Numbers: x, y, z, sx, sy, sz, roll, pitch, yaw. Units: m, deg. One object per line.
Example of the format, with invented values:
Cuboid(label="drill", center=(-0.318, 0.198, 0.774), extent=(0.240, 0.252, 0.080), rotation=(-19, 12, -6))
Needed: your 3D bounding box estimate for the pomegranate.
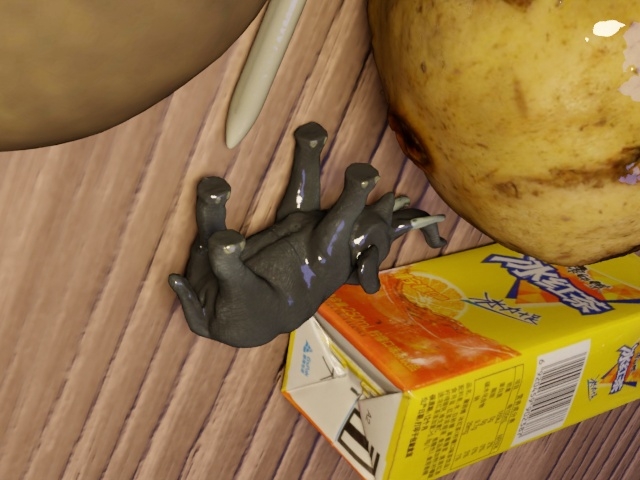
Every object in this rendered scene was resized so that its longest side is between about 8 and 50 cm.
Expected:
Cuboid(label="pomegranate", center=(0.165, -0.124, 0.723), extent=(0.281, 0.281, 0.281), rotation=(-23, 132, -28))

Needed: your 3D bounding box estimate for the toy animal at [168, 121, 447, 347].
Cuboid(label="toy animal", center=(0.003, -0.009, 0.805), extent=(0.269, 0.082, 0.137), rotation=(-22, 135, -34))

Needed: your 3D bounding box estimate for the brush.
Cuboid(label="brush", center=(-0.001, -0.190, 0.698), extent=(0.042, 0.039, 0.299), rotation=(2, 118, -43))

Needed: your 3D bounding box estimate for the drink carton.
Cuboid(label="drink carton", center=(0.152, 0.086, 0.947), extent=(0.351, 0.154, 0.111), rotation=(-12, 127, -35))

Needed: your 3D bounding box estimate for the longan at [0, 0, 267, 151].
Cuboid(label="longan", center=(-0.132, -0.180, 0.428), extent=(0.300, 0.243, 0.300), rotation=(-4, 96, -38))
